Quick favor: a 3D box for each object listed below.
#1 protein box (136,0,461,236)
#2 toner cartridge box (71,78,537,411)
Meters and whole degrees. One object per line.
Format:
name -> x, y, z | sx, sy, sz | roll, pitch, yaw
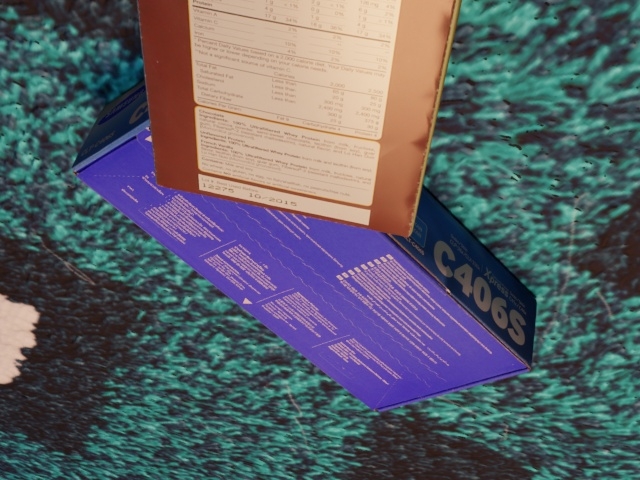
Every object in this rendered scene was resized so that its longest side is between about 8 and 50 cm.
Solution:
protein box -> 0.006, -0.150, 0.479 | 0.136, 0.199, 0.201 | 12, 141, 5
toner cartridge box -> 0.000, 0.000, 0.758 | 0.165, 0.075, 0.348 | -24, 127, 37
